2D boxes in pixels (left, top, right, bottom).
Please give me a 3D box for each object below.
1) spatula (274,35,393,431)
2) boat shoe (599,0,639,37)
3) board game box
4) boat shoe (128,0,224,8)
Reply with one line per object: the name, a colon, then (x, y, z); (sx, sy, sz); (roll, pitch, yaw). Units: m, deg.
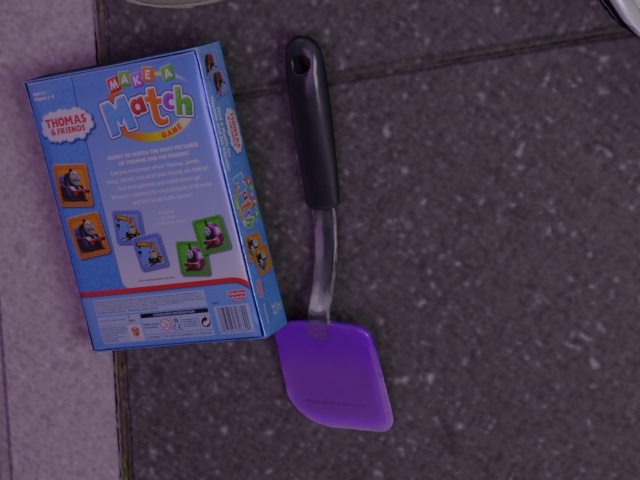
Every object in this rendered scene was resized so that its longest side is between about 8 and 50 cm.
spatula: (0.000, 0.000, 1.218); (0.084, 0.030, 0.297); (1, 104, 26)
boat shoe: (0.157, -0.256, 0.977); (0.114, 0.091, 0.303); (-18, 99, -21)
board game box: (-0.121, -0.028, 1.237); (0.160, 0.039, 0.212); (-6, 103, 32)
boat shoe: (-0.049, -0.229, 1.163); (0.233, 0.084, 0.079); (-25, 57, 30)
